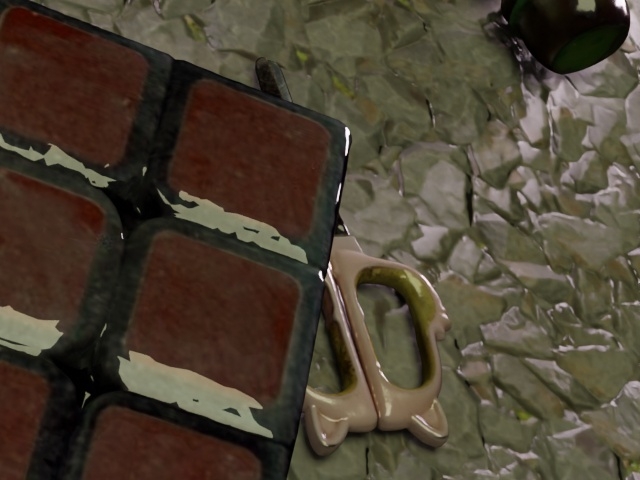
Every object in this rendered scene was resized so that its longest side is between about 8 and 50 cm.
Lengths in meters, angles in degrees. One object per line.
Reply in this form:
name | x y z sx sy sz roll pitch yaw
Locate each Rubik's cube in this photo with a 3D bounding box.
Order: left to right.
Rubik's cube | -0.191 0.080 0.891 0.305 0.301 0.303 23 50 -12

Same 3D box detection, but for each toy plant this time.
toy plant | 0.176 -0.214 1.425 0.093 0.093 0.162 -11 63 -32

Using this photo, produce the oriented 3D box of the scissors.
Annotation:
scissors | 0.000 0.000 1.225 0.160 0.024 0.317 -1 58 -27
